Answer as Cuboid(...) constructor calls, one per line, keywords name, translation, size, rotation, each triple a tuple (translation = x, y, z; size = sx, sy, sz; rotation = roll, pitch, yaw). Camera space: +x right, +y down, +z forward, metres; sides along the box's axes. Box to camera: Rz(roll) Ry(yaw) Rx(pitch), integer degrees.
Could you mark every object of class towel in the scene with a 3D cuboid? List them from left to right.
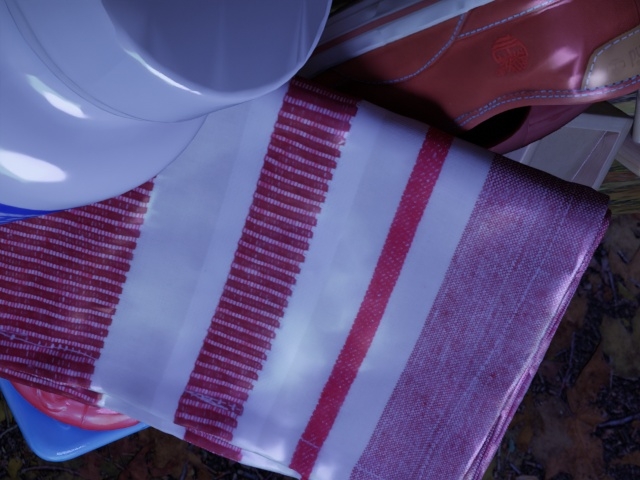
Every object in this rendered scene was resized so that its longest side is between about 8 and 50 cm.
Cuboid(name="towel", translation=(-0.047, 0.015, 0.887), size=(0.329, 0.237, 0.037), rotation=(21, -144, 1))

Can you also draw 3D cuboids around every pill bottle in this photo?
Cuboid(name="pill bottle", translation=(-0.128, -0.079, 0.612), size=(0.272, 0.152, 0.152), rotation=(-10, 174, 43))

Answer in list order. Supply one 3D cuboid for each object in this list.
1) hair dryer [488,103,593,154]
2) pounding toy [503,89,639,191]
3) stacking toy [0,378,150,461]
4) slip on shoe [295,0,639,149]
Cuboid(name="hair dryer", translation=(0.067, -0.083, 1.122), size=(0.293, 0.080, 0.223), rotation=(-20, -175, -1))
Cuboid(name="pounding toy", translation=(0.170, -0.081, 1.289), size=(0.094, 0.181, 0.206), rotation=(37, -158, 31))
Cuboid(name="stacking toy", translation=(-0.138, 0.031, 1.189), size=(0.175, 0.166, 0.302), rotation=(-21, 170, -16))
Cuboid(name="slip on shoe", translation=(0.054, -0.087, 0.888), size=(0.123, 0.101, 0.331), rotation=(-37, -169, -29))
